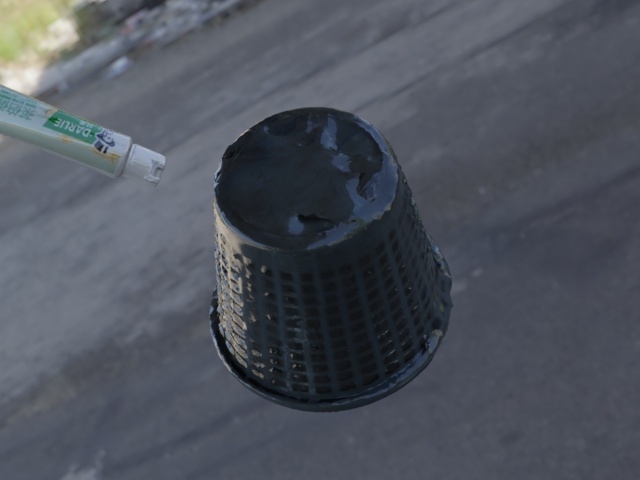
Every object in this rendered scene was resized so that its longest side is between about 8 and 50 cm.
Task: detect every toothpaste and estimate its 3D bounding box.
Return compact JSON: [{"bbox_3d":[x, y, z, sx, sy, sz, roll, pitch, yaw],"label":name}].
[{"bbox_3d":[-0.325,-0.133,1.780,0.058,0.314,0.056,-128,60,-76],"label":"toothpaste"}]

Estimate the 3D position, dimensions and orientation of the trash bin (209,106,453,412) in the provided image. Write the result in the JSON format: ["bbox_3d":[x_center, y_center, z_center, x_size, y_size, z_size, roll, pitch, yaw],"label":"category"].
[{"bbox_3d":[0.000,0.000,1.062,0.175,0.161,0.175,-3,53,5],"label":"trash bin"}]
